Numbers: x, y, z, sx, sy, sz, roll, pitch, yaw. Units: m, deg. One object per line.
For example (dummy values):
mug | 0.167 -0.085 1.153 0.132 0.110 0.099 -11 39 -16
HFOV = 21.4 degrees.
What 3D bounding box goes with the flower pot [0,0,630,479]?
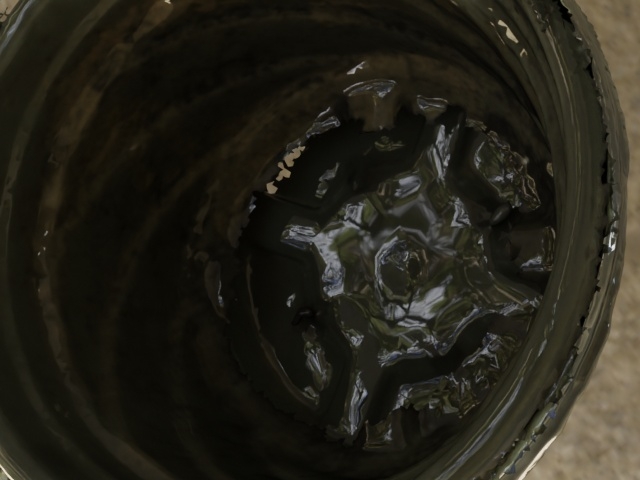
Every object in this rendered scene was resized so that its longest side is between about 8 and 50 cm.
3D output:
flower pot | 0.000 0.000 0.549 0.235 0.235 0.140 -45 157 11
